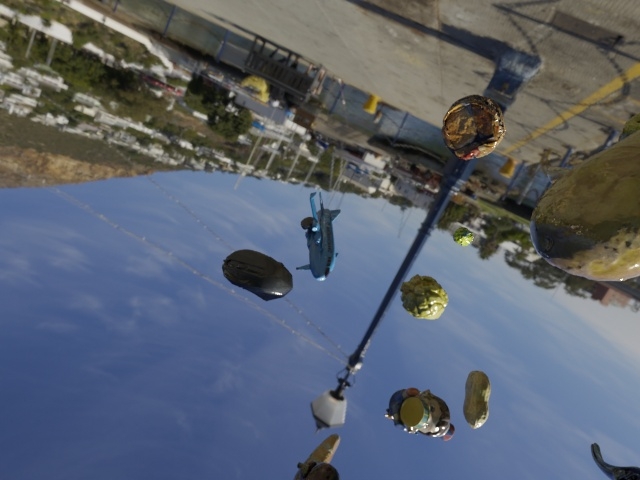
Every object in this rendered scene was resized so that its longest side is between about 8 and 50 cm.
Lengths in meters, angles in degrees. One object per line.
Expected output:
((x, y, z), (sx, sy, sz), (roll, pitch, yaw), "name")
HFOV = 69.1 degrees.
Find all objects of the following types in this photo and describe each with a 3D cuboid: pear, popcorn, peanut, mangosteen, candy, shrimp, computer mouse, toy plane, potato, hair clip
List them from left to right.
((-0.141, 0.075, 1.053), (0.172, 0.099, 0.057), (22, 163, -4), "computer mouse")
((-0.036, 0.734, 1.432), (0.077, 0.317, 0.168), (32, 154, 21), "shrimp")
((-0.002, 0.449, 0.862), (0.081, 0.081, 0.081), (25, -169, -5), "mangosteen")
((0.000, 0.000, 1.276), (0.105, 0.254, 0.271), (-2, -133, 18), "toy plane")
((0.253, 0.134, 1.119), (0.106, 0.120, 0.116), (8, -127, -15), "popcorn")
((0.429, -0.016, 1.372), (0.062, 0.058, 0.194), (-7, 176, 10), "candy")
((0.565, 0.569, 1.674), (0.090, 0.098, 0.214), (21, -124, -3), "peanut")
((0.737, 0.574, 1.191), (0.048, 0.083, 0.275), (46, -178, 12), "hair clip")
((0.436, -0.037, 0.671), (0.229, 0.266, 0.229), (61, 178, 3), "potato")
((0.825, -0.272, 1.152), (0.141, 0.104, 0.141), (23, 173, 3), "pear")

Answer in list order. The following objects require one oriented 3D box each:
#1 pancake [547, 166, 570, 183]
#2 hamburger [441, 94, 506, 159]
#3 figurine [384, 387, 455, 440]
((0.888, -0.134, 1.475), (0.387, 0.082, 0.387), (30, -164, -10), "pancake")
((0.547, -0.408, 1.673), (0.231, 0.231, 0.107), (32, -132, 24), "hamburger")
((0.359, 0.598, 1.594), (0.276, 0.161, 0.158), (26, 176, -35), "figurine")
